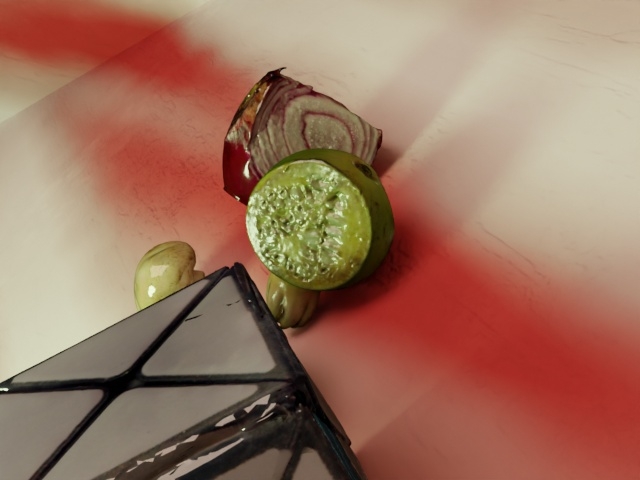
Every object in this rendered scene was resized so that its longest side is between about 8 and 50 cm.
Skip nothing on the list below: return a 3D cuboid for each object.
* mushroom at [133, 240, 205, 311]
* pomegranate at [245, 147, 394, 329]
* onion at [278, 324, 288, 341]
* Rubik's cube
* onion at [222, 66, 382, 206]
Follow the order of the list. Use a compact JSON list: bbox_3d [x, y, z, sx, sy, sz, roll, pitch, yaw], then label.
[{"bbox_3d":[-0.236,0.071,1.680,0.112,0.148,0.148,-1,29,-7],"label":"mushroom"},{"bbox_3d":[0.013,-0.004,1.433,0.190,0.240,0.159,-2,6,23],"label":"pomegranate"},{"bbox_3d":[-0.175,0.200,1.279,0.314,0.232,0.314,-21,1,1],"label":"onion"},{"bbox_3d":[-0.110,0.246,0.993,0.310,0.307,0.305,-29,24,-6],"label":"Rubik's cube"},{"bbox_3d":[-0.048,-0.136,1.647,0.206,0.216,0.207,-59,16,1],"label":"onion"}]
